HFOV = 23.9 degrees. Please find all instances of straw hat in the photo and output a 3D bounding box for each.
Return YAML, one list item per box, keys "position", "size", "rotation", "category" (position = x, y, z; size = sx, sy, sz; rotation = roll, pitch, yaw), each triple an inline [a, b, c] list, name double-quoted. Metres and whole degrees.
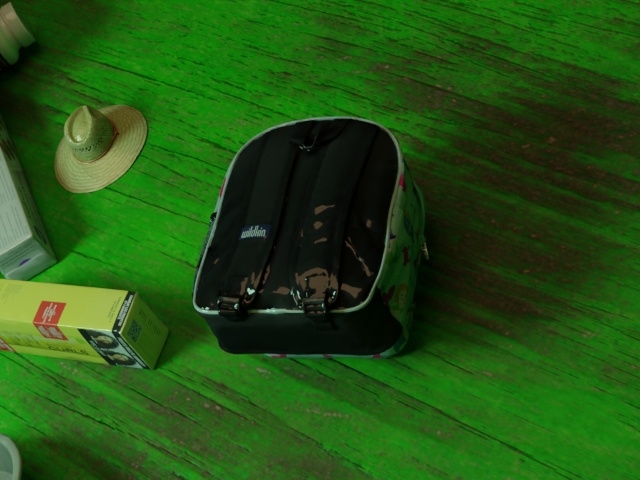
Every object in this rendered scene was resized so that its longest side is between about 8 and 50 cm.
- position: [-0.295, -0.136, 1.932]
  size: [0.144, 0.061, 0.144]
  rotation: [-14, 50, 17]
  category: "straw hat"

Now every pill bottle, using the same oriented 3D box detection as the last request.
- position: [-0.477, -0.264, 2.104]
  size: [0.152, 0.086, 0.086]
  rotation: [-33, 47, 0]
  category: "pill bottle"

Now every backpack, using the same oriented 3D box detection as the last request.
- position: [0.000, 0.000, 1.591]
  size: [0.225, 0.191, 0.254]
  rotation: [-2, 62, 22]
  category: "backpack"

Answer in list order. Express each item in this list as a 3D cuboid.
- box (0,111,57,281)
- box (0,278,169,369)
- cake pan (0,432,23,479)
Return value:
- position: [-0.418, -0.077, 1.945]
  size: [0.067, 0.063, 0.324]
  rotation: [-33, 47, 2]
  category: "box"
- position: [-0.295, 0.094, 1.738]
  size: [0.232, 0.087, 0.058]
  rotation: [5, 58, 28]
  category: "box"
- position: [-0.426, 0.324, 1.593]
  size: [0.293, 0.054, 0.293]
  rotation: [-25, 29, 15]
  category: "cake pan"
